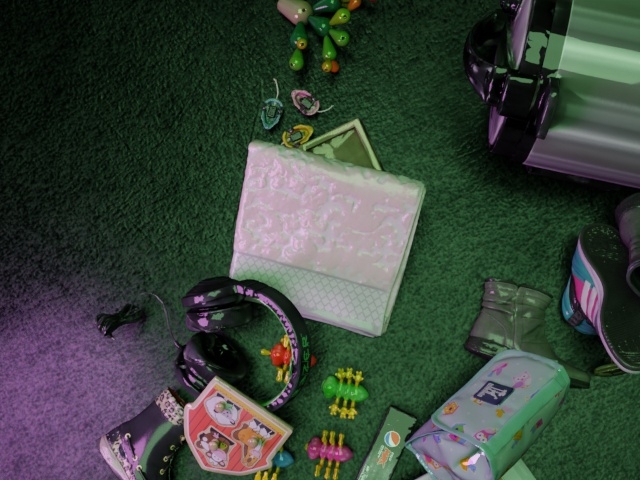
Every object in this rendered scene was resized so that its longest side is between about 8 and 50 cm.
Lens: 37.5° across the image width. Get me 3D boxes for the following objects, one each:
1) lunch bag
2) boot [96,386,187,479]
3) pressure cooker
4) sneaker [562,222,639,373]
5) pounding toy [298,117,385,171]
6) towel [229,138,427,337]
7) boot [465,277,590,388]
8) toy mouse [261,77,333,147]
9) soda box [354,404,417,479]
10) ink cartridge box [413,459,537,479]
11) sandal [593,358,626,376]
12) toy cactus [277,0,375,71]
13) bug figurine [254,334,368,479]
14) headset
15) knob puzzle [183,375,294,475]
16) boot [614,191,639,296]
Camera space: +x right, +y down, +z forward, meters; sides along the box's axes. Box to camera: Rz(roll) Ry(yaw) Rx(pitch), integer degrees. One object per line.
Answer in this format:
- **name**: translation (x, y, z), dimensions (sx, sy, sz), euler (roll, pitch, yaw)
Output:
- **lunch bag**: translation (0.293, 0.309, 1.609), dimensions (0.223, 0.262, 0.160), euler (-36, 81, -24)
- **boot**: translation (-0.285, 0.412, 1.768), dimensions (0.178, 0.085, 0.236), euler (-41, 81, -3)
- **pressure cooker**: translation (0.458, -0.297, 1.647), dimensions (0.420, 0.370, 0.376), euler (12, 81, 3)
- **sneaker**: translation (0.511, 0.136, 1.681), dimensions (0.123, 0.178, 0.296), euler (-4, 52, 0)
- **pounding toy**: translation (0.021, -0.106, 1.804), dimensions (0.206, 0.094, 0.181), euler (-25, 90, 9)
- **towel**: translation (0.000, 0.000, 1.747), dimensions (0.331, 0.053, 0.317), euler (15, 110, 6)
- **boot**: translation (0.402, 0.168, 1.743), dimensions (0.246, 0.083, 0.161), euler (22, 80, 6)
- **toy mouse**: translation (-0.059, -0.254, 1.855), dimensions (0.161, 0.031, 0.143), euler (-29, 82, 1)
- **soda box**: translation (0.120, 0.394, 1.749), dimensions (0.060, 0.053, 0.169), euler (25, 86, 7)
- **ink cartridge box**: translation (0.302, 0.513, 1.673), dimensions (0.238, 0.060, 0.275), euler (-22, 57, -21)
- **sandal**: translation (0.580, 0.205, 1.728), dimensions (0.180, 0.072, 0.049), euler (-24, 66, 0)
- **toy cactus**: translation (-0.004, -0.428, 1.851), dimensions (0.180, 0.112, 0.219), euler (36, 90, 27)
- **bug figurine**: translation (-0.029, 0.323, 1.760), dimensions (0.216, 0.072, 0.279), euler (13, 89, 13)
- **headset**: translation (-0.211, 0.182, 1.717), dimensions (0.394, 0.185, 0.244), euler (15, 105, 26)
- **knob puzzle**: translation (-0.169, 0.359, 1.707), dimensions (0.213, 0.030, 0.213), euler (6, 116, 13)
- **boot**: translation (0.646, 0.078, 1.625), dimensions (0.338, 0.223, 0.118), euler (25, 129, -12)
